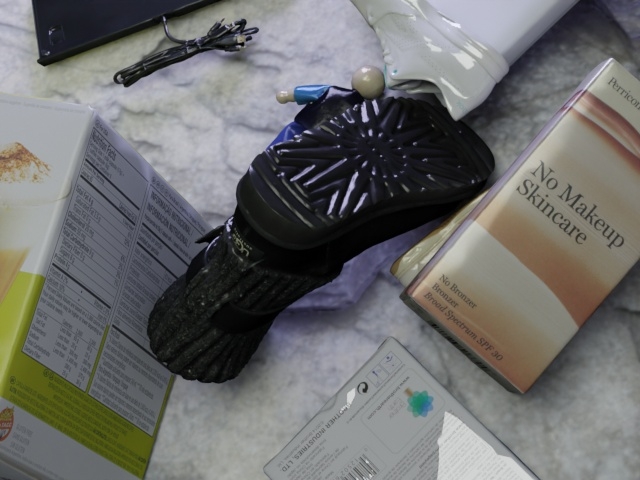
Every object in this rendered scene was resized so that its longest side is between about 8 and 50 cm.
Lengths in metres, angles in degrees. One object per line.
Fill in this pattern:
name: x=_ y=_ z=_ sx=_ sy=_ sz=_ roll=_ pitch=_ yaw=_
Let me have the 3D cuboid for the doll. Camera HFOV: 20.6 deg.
doll: x=-0.004 y=-0.116 z=1.871 sx=0.189 sy=0.046 sz=0.129 roll=-46 pitch=64 yaw=-1

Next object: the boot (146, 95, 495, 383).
boot: x=-0.003 y=-0.003 z=1.772 sx=0.131 sy=0.348 sz=0.260 roll=53 pitch=134 yaw=22

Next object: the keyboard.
keyboard: x=-0.178 y=-0.265 z=1.997 sx=0.317 sy=0.033 sz=0.201 roll=-19 pitch=59 yaw=12

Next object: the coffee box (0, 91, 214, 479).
coffee box: x=-0.350 y=0.054 z=1.762 sx=0.338 sy=0.338 sz=0.334 roll=10 pitch=73 yaw=21

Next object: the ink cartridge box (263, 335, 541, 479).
ink cartridge box: x=0.112 y=0.261 z=1.681 sx=0.186 sy=0.065 sz=0.311 roll=-46 pitch=61 yaw=-2

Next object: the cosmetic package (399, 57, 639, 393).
cosmetic package: x=0.227 y=-0.011 z=1.681 sx=0.153 sy=0.129 sz=0.296 roll=39 pitch=86 yaw=1

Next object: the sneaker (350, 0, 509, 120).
sneaker: x=0.087 y=-0.199 z=1.791 sx=0.212 sy=0.080 sz=0.094 roll=38 pitch=92 yaw=32

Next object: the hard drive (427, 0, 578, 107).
hard drive: x=0.202 y=-0.335 z=1.816 sx=0.353 sy=0.047 sz=0.233 roll=-43 pitch=61 yaw=22

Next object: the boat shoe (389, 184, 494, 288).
boat shoe: x=0.151 y=-0.002 z=1.773 sx=0.170 sy=0.063 sz=0.059 roll=-38 pitch=86 yaw=2
